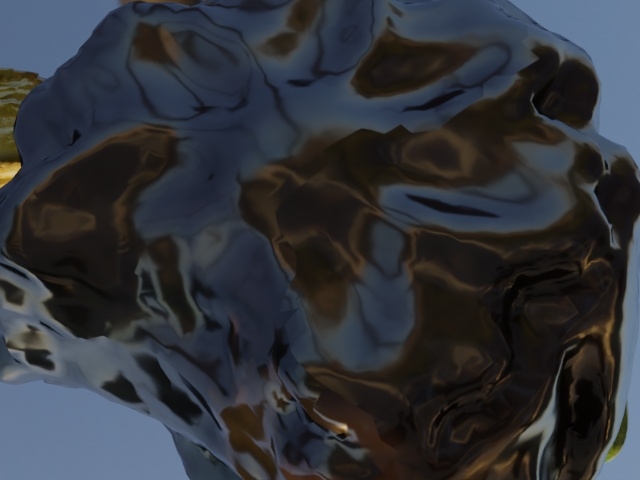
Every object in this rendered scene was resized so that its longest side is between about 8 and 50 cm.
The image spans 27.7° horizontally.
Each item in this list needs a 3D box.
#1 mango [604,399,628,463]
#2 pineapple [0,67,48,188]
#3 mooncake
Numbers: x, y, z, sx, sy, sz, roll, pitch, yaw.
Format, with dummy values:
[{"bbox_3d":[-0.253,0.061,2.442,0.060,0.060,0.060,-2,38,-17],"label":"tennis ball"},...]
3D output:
[{"bbox_3d":[0.192,0.112,0.950,0.056,0.108,0.073,2,-36,-23],"label":"mango"},{"bbox_3d":[-0.232,-0.055,0.982,0.186,0.114,0.236,-21,-29,13],"label":"pineapple"},{"bbox_3d":[0.000,0.000,0.753,0.351,0.381,0.212,-59,-24,-33],"label":"mooncake"}]
